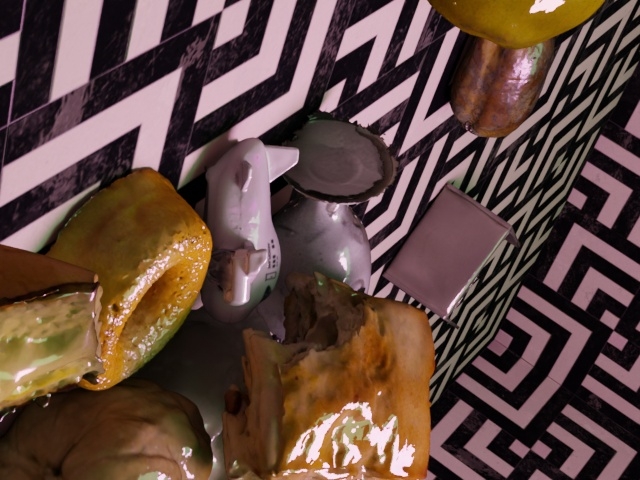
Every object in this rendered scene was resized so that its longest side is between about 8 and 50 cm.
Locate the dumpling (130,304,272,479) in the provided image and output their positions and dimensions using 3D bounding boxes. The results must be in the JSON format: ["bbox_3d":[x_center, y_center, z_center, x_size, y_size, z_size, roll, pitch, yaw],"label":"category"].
[{"bbox_3d":[-0.202,0.261,1.901,0.212,0.270,0.320,6,116,-26],"label":"dumpling"}]

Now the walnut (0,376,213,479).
[{"bbox_3d":[-0.274,0.309,1.680,0.277,0.253,0.282,18,75,-73],"label":"walnut"}]

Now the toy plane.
[{"bbox_3d":[-0.103,-0.012,1.741,0.252,0.118,0.252,-174,-90,-78],"label":"toy plane"}]

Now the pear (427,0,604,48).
[{"bbox_3d":[0.275,-0.408,1.827,0.294,0.294,0.294,-49,162,-21],"label":"pear"}]

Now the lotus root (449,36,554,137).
[{"bbox_3d":[0.326,-0.301,2.380,0.160,0.152,0.275,-51,167,-46],"label":"lotus root"}]

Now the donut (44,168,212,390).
[{"bbox_3d":[-0.233,0.058,1.596,0.277,0.108,0.277,-49,163,-21],"label":"donut"}]

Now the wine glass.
[{"bbox_3d":[-0.002,-0.005,1.997,0.190,0.190,0.357,-41,154,-39],"label":"wine glass"}]

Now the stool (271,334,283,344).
[{"bbox_3d":[-0.064,0.250,2.262,0.141,0.232,0.232,-55,164,-5],"label":"stool"}]

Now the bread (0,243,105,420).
[{"bbox_3d":[-0.339,0.086,1.279,0.262,0.162,0.204,-21,151,-22],"label":"bread"}]

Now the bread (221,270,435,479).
[{"bbox_3d":[0.024,0.189,1.790,0.370,0.192,0.314,25,60,-55],"label":"bread"}]

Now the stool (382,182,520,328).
[{"bbox_3d":[0.288,0.040,2.908,0.243,0.170,0.270,-54,164,1],"label":"stool"}]
